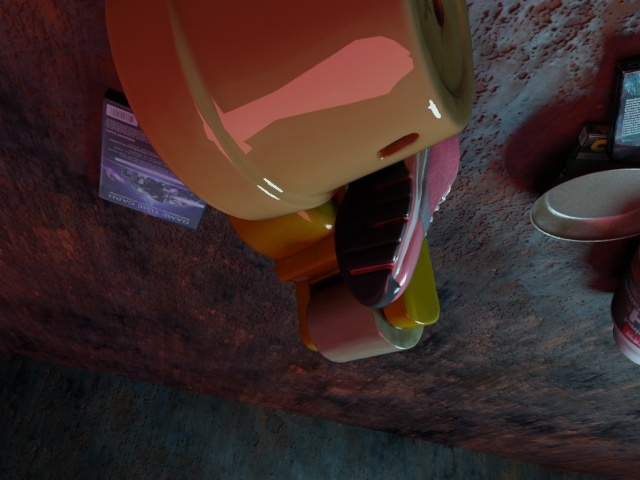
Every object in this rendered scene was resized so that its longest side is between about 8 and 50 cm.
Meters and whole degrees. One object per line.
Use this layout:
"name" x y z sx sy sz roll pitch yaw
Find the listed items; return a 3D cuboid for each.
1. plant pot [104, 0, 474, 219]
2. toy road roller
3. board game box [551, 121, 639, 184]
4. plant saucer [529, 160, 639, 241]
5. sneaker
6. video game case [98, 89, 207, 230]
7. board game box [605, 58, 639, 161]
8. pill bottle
"plant pot" 0.007 -0.171 0.396 0.203 0.291 0.291 -6 144 30
"toy road roller" 0.000 0.000 0.645 0.240 0.330 0.202 8 155 -41
"board game box" 0.481 -0.100 0.640 0.259 0.030 0.136 5 149 6
"plant saucer" 0.407 -0.057 0.658 0.198 0.036 0.198 6 153 3
"sneaker" 0.114 -0.070 0.536 0.136 0.314 0.116 19 166 -33
"video game case" -0.282 -0.121 0.803 0.196 0.026 0.274 20 146 -16
"board game box" 0.443 -0.163 0.528 0.186 0.026 0.126 -7 133 18
"pill bottle" 0.607 0.102 0.778 0.176 0.176 0.318 -3 145 18
